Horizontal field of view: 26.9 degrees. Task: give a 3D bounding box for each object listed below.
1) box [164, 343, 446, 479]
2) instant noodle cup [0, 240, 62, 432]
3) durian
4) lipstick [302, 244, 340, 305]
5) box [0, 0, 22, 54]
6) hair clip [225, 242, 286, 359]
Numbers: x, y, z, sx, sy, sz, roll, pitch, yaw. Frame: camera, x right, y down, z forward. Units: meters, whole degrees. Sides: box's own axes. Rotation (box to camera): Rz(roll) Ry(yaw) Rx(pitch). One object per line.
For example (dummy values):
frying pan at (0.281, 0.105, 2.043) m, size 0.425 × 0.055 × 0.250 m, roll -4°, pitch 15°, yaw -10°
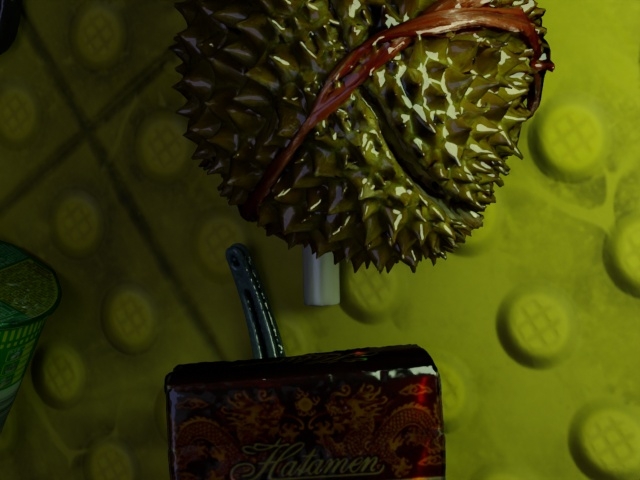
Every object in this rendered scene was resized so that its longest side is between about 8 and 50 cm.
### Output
box at (-0.006, 0.317, 1.290) m, size 0.264 × 0.116 × 0.415 m, roll -4°, pitch 94°, yaw -1°
instant noodle cup at (-0.418, 0.137, 1.532) m, size 0.207 × 0.207 × 0.233 m, roll 29°, pitch 117°, yaw 24°
durian at (0.036, -0.155, 1.161) m, size 0.347 × 0.347 × 0.384 m, roll -24°, pitch 56°, yaw 29°
lipstick at (0.000, 0.000, 1.360) m, size 0.038 × 0.038 × 0.131 m, roll 2°, pitch 95°, yaw 29°
box at (-0.428, -0.319, 1.565) m, size 0.201 × 0.042 × 0.213 m, roll 12°, pitch 99°, yaw 28°
hair clip at (-0.061, 0.139, 1.401) m, size 0.048 × 0.083 × 0.275 m, roll -17°, pitch 79°, yaw 38°
